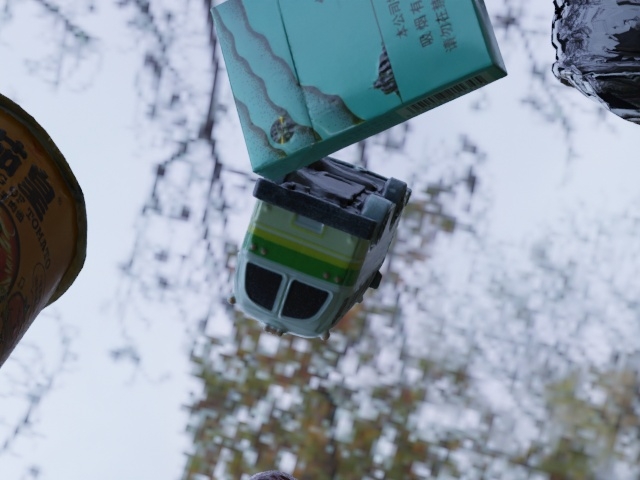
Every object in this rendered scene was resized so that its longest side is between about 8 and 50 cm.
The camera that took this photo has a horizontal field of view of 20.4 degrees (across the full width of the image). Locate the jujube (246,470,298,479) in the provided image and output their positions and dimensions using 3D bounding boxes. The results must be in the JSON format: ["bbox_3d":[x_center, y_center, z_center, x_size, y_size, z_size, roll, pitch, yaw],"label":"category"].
[{"bbox_3d":[-0.039,0.328,1.906,0.112,0.176,0.109,-36,-38,14],"label":"jujube"}]

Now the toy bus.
[{"bbox_3d":[0.000,0.000,1.854,0.276,0.134,0.164,-35,-35,-76],"label":"toy bus"}]

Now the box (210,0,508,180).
[{"bbox_3d":[0.028,-0.164,1.465,0.042,0.226,0.161,26,-134,-59],"label":"box"}]

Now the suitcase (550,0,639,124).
[{"bbox_3d":[0.279,-0.107,0.695,0.339,0.345,0.188,-1,-82,-70],"label":"suitcase"}]

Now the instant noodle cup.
[{"bbox_3d":[-0.275,0.019,1.156,0.172,0.216,0.215,-74,-22,-54],"label":"instant noodle cup"}]
